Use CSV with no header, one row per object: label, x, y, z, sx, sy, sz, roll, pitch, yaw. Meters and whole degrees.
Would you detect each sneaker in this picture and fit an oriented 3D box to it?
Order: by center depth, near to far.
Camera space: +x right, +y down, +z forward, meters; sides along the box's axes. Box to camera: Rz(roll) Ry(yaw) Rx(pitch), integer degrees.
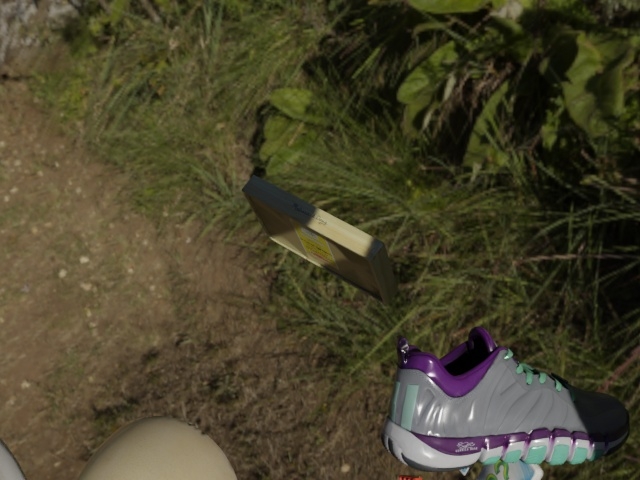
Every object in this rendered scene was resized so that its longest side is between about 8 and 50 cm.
sneaker,0.155,0.116,0.545,0.224,0.098,0.083,1,6,-25

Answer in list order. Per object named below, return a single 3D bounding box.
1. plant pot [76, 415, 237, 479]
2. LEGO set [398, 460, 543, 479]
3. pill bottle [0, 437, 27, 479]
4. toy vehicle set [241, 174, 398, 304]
plant pot,-0.295,0.451,1.130,0.284,0.283,0.191,5,8,17
LEGO set,0.123,0.284,0.657,0.060,0.244,0.182,6,29,-31
pill bottle,-0.313,0.166,0.247,0.229,0.408,0.228,-4,77,15
toy vehicle set,0.000,0.000,1.177,0.267,0.166,0.035,29,71,26
